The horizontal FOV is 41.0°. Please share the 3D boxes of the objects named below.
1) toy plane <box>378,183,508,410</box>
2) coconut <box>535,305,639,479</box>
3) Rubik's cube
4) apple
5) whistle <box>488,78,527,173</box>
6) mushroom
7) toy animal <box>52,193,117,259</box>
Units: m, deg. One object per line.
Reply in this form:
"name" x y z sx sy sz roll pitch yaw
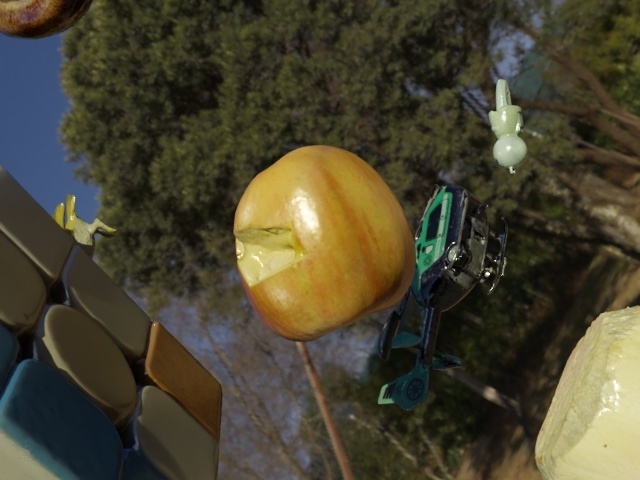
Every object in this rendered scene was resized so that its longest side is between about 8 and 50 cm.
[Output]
"toy plane" 0.170 0.060 1.237 0.106 0.155 0.382 28 -118 -32
"coconut" 0.369 0.203 0.890 0.239 0.244 0.239 -62 -10 -19
"Rubik's cube" -0.320 0.198 0.738 0.346 0.344 0.347 -37 20 8
"apple" 0.000 0.000 0.856 0.199 0.199 0.199 -53 -21 -29
"whistle" 0.190 -0.115 0.874 0.035 0.035 0.100 40 -135 -72
"mushroom" -0.214 -0.212 0.636 0.087 0.127 0.127 -15 -50 -58
"toy animal" -0.335 0.008 1.235 0.095 0.155 0.219 -52 3 -30
